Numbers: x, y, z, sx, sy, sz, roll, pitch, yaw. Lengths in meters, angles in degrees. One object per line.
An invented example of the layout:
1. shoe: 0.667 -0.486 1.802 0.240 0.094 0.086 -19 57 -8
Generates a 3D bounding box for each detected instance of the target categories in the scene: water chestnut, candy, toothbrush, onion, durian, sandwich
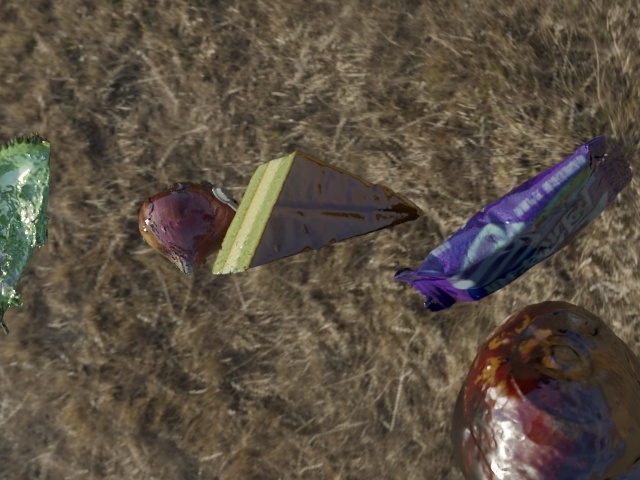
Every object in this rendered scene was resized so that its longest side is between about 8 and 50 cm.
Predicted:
1. water chestnut: 0.284 0.221 1.053 0.244 0.289 0.289 -35 83 28
2. candy: 0.205 -0.009 0.911 0.275 0.145 0.070 -35 63 17
3. toothbrush: -0.096 -0.029 1.201 0.017 0.194 0.014 -2 65 26
4. onion: -0.223 -0.017 1.478 0.184 0.184 0.147 -15 76 20
5. durian: -0.298 -0.010 0.789 0.100 0.086 0.215 35 115 30
6. sandwich: 0.000 0.000 0.947 0.187 0.117 0.144 22 78 -23
